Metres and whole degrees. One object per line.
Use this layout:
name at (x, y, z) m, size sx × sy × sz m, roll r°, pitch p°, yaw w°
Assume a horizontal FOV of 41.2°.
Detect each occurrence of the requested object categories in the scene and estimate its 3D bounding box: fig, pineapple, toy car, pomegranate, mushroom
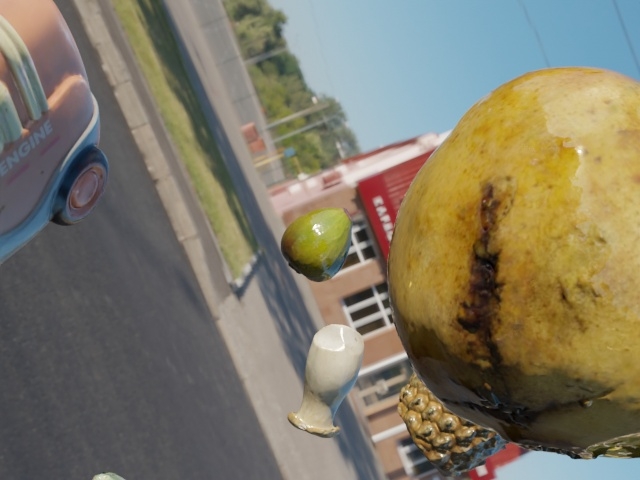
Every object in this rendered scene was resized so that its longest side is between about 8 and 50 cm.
fig at (0.000, 0.000, 0.918) m, size 0.074 × 0.088 × 0.074 m, roll 42°, pitch 4°, yaw -3°
pineapple at (0.312, 0.249, 1.458) m, size 0.202 × 0.362 × 0.202 m, roll 41°, pitch 28°, yaw -27°
toy car at (-0.275, -0.076, 0.560) m, size 0.181 × 0.270 × 0.212 m, roll 27°, pitch -35°, yaw 14°
pomegranate at (0.173, 0.023, 0.556) m, size 0.260 × 0.261 × 0.260 m, roll -22°, pitch 90°, yaw -89°
mushroom at (0.011, 0.245, 1.477) m, size 0.097 × 0.212 × 0.088 m, roll 9°, pitch 18°, yaw -44°

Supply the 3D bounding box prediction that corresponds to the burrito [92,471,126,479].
burrito at (-0.250, 0.478, 1.408) m, size 0.066 × 0.309 × 0.096 m, roll -58°, pitch 176°, yaw -44°
